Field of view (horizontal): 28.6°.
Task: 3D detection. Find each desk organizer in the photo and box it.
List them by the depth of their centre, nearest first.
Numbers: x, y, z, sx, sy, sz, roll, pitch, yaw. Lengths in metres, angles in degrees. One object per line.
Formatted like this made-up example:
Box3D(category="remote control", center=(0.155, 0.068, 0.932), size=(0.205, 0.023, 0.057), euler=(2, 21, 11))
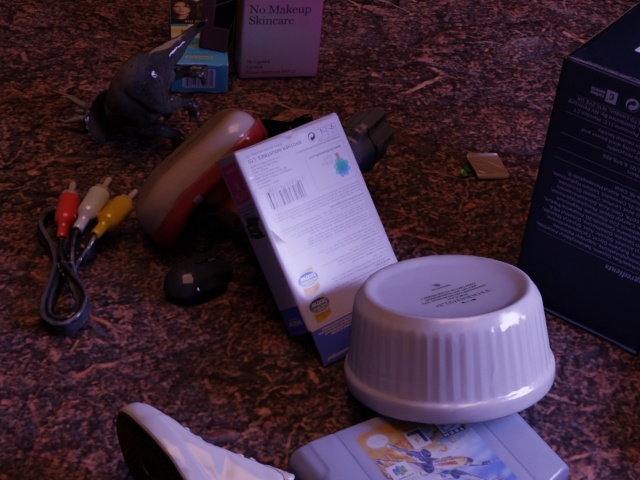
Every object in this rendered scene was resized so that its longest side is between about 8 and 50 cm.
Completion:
Box3D(category="desk organizer", center=(-0.175, -0.393, 2.157), size=(0.050, 0.130, 0.047), euler=(12, 37, 2))

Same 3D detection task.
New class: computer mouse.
Box3D(category="computer mouse", center=(-0.132, 0.020, 1.794), size=(0.071, 0.041, 0.242), euler=(26, 41, 25))

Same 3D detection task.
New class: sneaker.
Box3D(category="sneaker", center=(-0.109, 0.279, 1.417), size=(0.290, 0.106, 0.123), euler=(41, 44, 23))

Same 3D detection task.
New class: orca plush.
Box3D(category="orca plush", center=(-0.109, -0.152, 1.973), size=(0.151, 0.102, 0.287), euler=(31, 43, 28))

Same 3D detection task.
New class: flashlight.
Box3D(category="flashlight", center=(0.002, -0.081, 1.862), size=(0.103, 0.103, 0.304), euler=(-5, 28, 38))

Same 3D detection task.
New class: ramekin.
Box3D(category="ramekin", center=(0.160, 0.113, 1.582), size=(0.273, 0.127, 0.273), euler=(-3, 20, 1))

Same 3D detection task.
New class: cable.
Box3D(category="cable", center=(-0.354, 0.011, 1.748), size=(0.140, 0.072, 0.287), euler=(5, 37, 7))

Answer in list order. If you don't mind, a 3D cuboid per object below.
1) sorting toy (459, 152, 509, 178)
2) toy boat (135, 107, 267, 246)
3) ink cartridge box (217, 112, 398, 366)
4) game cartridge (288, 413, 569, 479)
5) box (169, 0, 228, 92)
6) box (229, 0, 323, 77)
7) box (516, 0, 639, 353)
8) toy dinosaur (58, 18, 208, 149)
Box3D(category="sorting toy", center=(0.262, -0.120, 2.059), size=(0.083, 0.012, 0.062), euler=(-2, 43, -16))
Box3D(category="toy boat", center=(-0.153, -0.073, 1.817), size=(0.231, 0.151, 0.151), euler=(-43, 16, -3))
Box3D(category="ink cartridge box", center=(0.000, 0.000, 1.713), size=(0.186, 0.065, 0.311), euler=(-25, 91, -35))
Box3D(category="game cartridge", center=(0.137, 0.279, 1.486), size=(0.297, 0.062, 0.198), euler=(-17, 39, -27))
Box3D(category="box", center=(-0.220, -0.353, 2.255), size=(0.101, 0.060, 0.244), euler=(0, 38, -8))
Box3D(category="box", center=(-0.078, -0.417, 2.218), size=(0.149, 0.232, 0.126), euler=(-3, 38, -12))
Box3D(category="box", center=(0.456, -0.101, 1.746), size=(0.212, 0.395, 0.293), euler=(26, 41, 26))
Box3D(category="toy dinosaur", center=(-0.274, -0.230, 1.971), size=(0.160, 0.313, 0.121), euler=(9, 58, -35))
